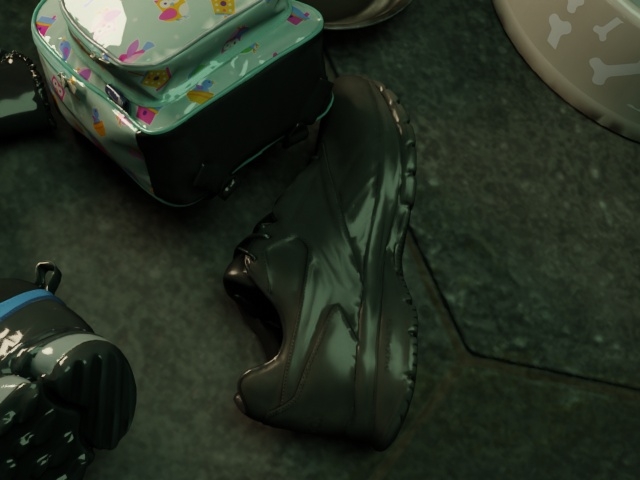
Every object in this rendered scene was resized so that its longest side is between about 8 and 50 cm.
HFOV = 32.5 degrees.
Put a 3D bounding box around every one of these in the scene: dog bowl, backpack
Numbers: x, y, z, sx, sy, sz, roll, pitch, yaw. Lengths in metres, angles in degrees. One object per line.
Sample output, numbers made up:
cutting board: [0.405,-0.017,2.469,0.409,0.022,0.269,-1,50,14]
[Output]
dog bowl: [0.327,-0.249,0.985,0.349,0.102,0.348,7,61,-13]
backpack: [-0.107,-0.135,0.761,0.166,0.144,0.188,-40,49,-22]

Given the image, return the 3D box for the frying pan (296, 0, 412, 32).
frying pan: [-0.068,-0.242,0.896,0.326,0.053,0.197,-6,64,-17]

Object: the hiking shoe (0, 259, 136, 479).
hiking shoe: [-0.257,0.132,0.629,0.304,0.113,0.132,-30,44,-21]

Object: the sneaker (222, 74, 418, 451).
sneaker: [0.000,0.000,0.760,0.130,0.109,0.286,5,58,-5]

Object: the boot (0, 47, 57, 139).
boot: [-0.233,-0.075,0.763,0.099,0.045,0.121,-19,66,-25]
